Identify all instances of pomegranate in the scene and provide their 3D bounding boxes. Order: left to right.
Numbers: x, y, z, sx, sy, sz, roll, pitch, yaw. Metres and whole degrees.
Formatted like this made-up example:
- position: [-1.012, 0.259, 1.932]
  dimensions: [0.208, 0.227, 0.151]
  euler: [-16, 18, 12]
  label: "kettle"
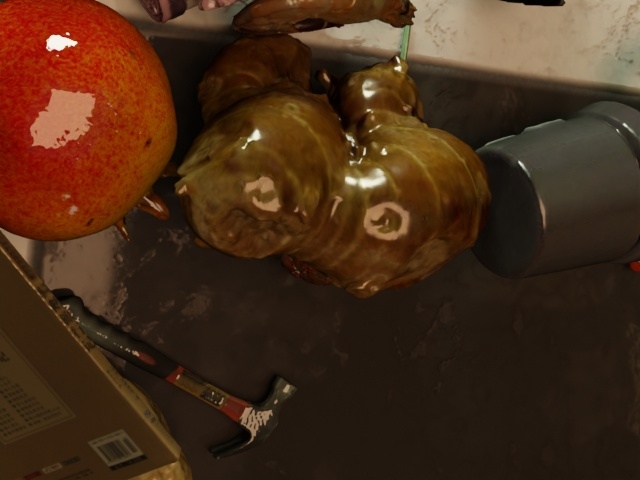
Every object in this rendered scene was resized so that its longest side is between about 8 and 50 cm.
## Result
- position: [-0.225, -0.101, 1.126]
  dimensions: [0.256, 0.221, 0.221]
  euler: [38, 83, -38]
  label: "pomegranate"

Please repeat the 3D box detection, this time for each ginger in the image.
- position: [0.023, -0.071, 1.209]
  dimensions: [0.357, 0.274, 0.152]
  euler: [14, 129, -22]
  label: "ginger"

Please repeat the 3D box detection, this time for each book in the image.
- position: [-0.301, 0.126, 1.159]
  dimensions: [0.217, 0.021, 0.310]
  euler: [-23, 115, 26]
  label: "book"

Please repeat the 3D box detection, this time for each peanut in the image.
- position: [-0.190, 0.219, 1.263]
  dimensions: [0.083, 0.093, 0.194]
  euler: [-53, 134, -40]
  label: "peanut"

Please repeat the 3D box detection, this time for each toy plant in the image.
- position: [0.350, -0.082, 1.410]
  dimensions: [0.400, 0.185, 0.279]
  euler: [-15, 97, -31]
  label: "toy plant"

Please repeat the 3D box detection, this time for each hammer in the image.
- position: [-0.161, 0.135, 1.294]
  dimensions: [0.287, 0.033, 0.111]
  euler: [35, 84, -26]
  label: "hammer"

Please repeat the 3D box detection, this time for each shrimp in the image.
- position: [0.008, -0.230, 1.258]
  dimensions: [0.236, 0.133, 0.053]
  euler: [-13, 78, -45]
  label: "shrimp"

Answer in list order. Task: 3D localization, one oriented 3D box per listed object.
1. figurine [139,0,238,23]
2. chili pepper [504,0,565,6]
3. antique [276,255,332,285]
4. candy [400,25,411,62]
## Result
- position: [-0.118, -0.386, 1.122]
  dimensions: [0.253, 0.211, 0.361]
  euler: [-16, 120, 21]
  label: "figurine"
- position: [0.199, -0.390, 1.328]
  dimensions: [0.148, 0.116, 0.265]
  euler: [5, 97, -14]
  label: "chili pepper"
- position: [0.000, 0.000, 1.306]
  dimensions: [0.104, 0.104, 0.104]
  euler: [-5, 102, -24]
  label: "antique"
- position: [0.086, -0.153, 1.349]
  dimensions: [0.060, 0.060, 0.201]
  euler: [6, 89, -26]
  label: "candy"
